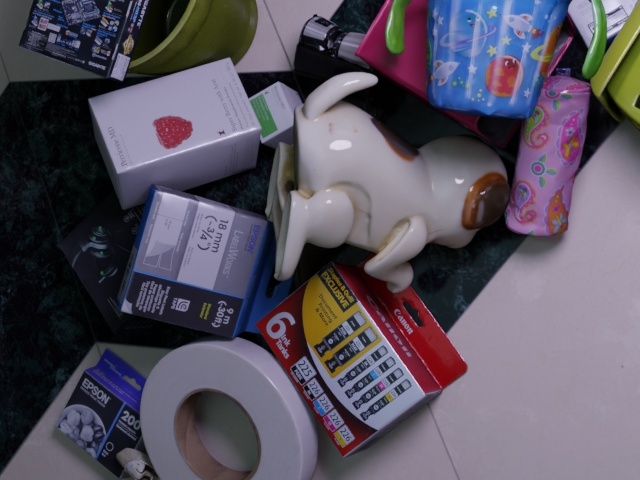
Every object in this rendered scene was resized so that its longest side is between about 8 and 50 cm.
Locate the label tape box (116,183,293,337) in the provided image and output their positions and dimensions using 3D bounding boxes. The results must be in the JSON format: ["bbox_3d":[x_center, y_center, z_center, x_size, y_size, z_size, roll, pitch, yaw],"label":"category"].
[{"bbox_3d":[-0.197,0.053,1.820,0.333,0.106,0.241,16,94,-18],"label":"label tape box"}]

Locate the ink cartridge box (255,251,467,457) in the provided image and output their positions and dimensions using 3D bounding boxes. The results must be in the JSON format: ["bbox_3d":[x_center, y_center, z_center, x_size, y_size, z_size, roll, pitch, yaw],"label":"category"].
[{"bbox_3d":[0.078,0.201,1.784,0.272,0.130,0.309,-40,72,14],"label":"ink cartridge box"}]

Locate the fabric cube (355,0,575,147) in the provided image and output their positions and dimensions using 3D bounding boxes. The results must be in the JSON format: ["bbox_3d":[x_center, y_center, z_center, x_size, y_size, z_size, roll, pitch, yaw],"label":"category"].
[{"bbox_3d":[0.263,-0.349,1.675,0.258,0.254,0.259,34,99,20],"label":"fabric cube"}]

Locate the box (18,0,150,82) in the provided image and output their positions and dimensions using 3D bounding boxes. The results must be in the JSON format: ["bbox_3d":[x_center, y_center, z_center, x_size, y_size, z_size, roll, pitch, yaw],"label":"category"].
[{"bbox_3d":[-0.427,-0.400,1.698,0.220,0.051,0.175,21,95,23],"label":"box"}]

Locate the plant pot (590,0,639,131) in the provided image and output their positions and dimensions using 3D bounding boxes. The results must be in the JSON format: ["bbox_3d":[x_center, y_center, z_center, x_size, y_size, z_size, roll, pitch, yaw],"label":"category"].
[{"bbox_3d":[0.588,-0.268,1.553,0.207,0.228,0.227,35,101,27],"label":"plant pot"}]

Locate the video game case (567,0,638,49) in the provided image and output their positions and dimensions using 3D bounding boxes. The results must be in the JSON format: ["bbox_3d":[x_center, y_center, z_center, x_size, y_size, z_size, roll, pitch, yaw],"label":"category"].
[{"bbox_3d":[0.545,-0.505,1.670,0.269,0.061,0.244,-29,77,18],"label":"video game case"}]

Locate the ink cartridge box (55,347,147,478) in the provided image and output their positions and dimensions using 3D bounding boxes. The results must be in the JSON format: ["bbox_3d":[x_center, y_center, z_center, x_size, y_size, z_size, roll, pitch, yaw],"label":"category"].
[{"bbox_3d":[-0.453,0.375,2.045,0.206,0.045,0.208,31,97,22],"label":"ink cartridge box"}]

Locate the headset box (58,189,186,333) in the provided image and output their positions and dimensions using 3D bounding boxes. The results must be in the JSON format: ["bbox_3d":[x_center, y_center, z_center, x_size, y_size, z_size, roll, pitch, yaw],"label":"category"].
[{"bbox_3d":[-0.382,0.030,1.990,0.283,0.131,0.246,-42,72,15],"label":"headset box"}]

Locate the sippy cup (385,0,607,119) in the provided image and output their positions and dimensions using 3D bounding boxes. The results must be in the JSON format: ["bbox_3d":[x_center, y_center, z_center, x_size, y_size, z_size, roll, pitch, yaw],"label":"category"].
[{"bbox_3d":[0.258,-0.303,1.430,0.305,0.240,0.224,-148,64,-64],"label":"sippy cup"}]

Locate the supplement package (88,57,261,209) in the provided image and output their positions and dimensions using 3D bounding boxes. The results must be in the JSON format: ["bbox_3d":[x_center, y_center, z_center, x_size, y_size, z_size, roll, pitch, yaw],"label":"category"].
[{"bbox_3d":[-0.287,-0.211,1.866,0.293,0.175,0.178,-20,73,-15],"label":"supplement package"}]

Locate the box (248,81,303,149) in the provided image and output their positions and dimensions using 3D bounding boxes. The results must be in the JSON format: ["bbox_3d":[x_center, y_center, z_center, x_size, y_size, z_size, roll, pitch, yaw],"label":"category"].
[{"bbox_3d":[-0.081,-0.249,1.897,0.087,0.102,0.101,-27,75,17],"label":"box"}]

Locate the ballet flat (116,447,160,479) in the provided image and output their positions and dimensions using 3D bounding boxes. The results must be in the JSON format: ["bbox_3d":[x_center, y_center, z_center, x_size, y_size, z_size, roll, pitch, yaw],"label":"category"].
[{"bbox_3d":[-0.358,0.489,1.965,0.168,0.052,0.057,27,108,4],"label":"ballet flat"}]

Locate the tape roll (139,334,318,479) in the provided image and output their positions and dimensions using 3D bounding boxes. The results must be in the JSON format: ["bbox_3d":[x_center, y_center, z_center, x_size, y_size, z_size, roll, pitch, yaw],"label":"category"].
[{"bbox_3d":[-0.187,0.381,1.862,0.392,0.072,0.392,7,104,28],"label":"tape roll"}]

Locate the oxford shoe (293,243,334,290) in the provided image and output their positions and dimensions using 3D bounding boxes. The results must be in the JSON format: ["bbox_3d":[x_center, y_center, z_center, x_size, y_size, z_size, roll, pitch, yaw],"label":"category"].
[{"bbox_3d":[0.000,0.000,1.858,0.096,0.083,0.227,13,94,17],"label":"oxford shoe"}]

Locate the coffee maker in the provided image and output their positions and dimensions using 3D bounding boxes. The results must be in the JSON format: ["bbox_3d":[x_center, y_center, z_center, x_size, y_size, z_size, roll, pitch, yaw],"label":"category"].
[{"bbox_3d":[0.040,-0.337,1.842,0.178,0.120,0.171,22,96,23],"label":"coffee maker"}]

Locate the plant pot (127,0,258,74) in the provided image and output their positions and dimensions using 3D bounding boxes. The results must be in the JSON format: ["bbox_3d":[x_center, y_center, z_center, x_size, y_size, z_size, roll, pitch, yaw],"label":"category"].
[{"bbox_3d":[-0.303,-0.481,1.870,0.366,0.353,0.367,-1,86,24],"label":"plant pot"}]

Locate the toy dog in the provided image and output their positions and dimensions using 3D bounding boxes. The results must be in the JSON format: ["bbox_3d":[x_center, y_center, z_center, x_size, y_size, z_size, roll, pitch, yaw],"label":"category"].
[{"bbox_3d":[0.130,-0.107,1.685,0.407,0.284,0.395,6,113,-13],"label":"toy dog"}]

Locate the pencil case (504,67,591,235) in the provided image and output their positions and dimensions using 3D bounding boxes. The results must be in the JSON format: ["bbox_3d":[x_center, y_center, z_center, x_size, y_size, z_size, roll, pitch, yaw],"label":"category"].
[{"bbox_3d":[0.393,-0.150,1.634,0.124,0.124,0.284,14,115,23],"label":"pencil case"}]
